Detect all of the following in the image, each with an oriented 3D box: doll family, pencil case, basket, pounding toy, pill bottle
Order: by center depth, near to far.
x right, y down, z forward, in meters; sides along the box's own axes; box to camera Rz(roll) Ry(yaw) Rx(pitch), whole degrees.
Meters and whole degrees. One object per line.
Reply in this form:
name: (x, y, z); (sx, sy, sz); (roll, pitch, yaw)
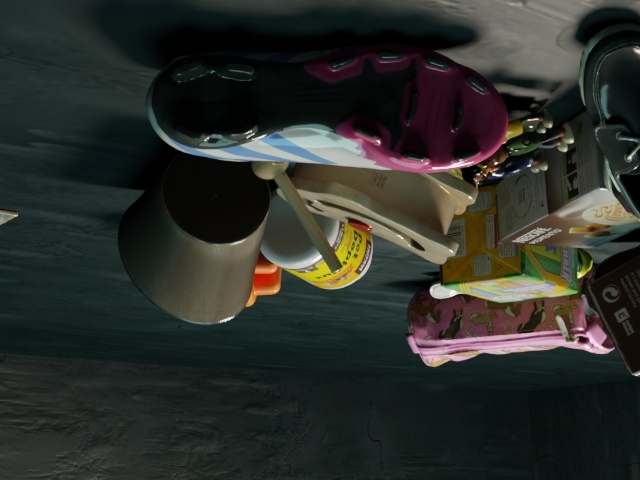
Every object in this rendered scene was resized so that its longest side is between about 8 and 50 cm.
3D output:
doll family: (0.184, -0.097, 1.153); (0.111, 0.076, 0.193); (-16, 165, -12)
pounding toy: (0.029, -0.030, 1.169); (0.270, 0.154, 0.154); (25, 170, -20)
basket: (-0.149, -0.016, 1.320); (0.154, 0.204, 0.227); (-42, 175, -26)
pill bottle: (0.000, 0.000, 1.465); (0.117, 0.117, 0.215); (-5, 166, 19)
pencil case: (0.352, 0.146, 1.996); (0.386, 0.160, 0.167); (-9, 165, 34)

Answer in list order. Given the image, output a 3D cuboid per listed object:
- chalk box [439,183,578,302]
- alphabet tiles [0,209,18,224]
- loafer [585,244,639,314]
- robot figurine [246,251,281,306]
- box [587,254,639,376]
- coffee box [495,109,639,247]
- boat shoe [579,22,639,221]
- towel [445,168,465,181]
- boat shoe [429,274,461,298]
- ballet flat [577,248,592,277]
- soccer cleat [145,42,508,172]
chalk box: (0.274, 0.010, 1.485); (0.132, 0.132, 0.213); (-11, 164, 38)
alphabet tiles: (-0.586, -0.036, 1.536); (0.237, 0.009, 0.198); (10, 163, -38)
loafer: (0.577, 0.025, 1.625); (0.366, 0.133, 0.130); (-16, 138, 21)
robot figurine: (-0.170, 0.037, 1.603); (0.219, 0.128, 0.158); (-2, 169, 4)
box: (0.545, 0.034, 1.295); (0.381, 0.143, 0.191); (-36, 148, 25)
coffee box: (0.315, -0.066, 1.233); (0.141, 0.098, 0.246); (4, 166, -16)
boat shoe: (0.298, -0.102, 0.995); (0.084, 0.079, 0.233); (-21, 134, 7)
towel: (0.104, -0.095, 1.279); (0.102, 0.021, 0.237); (-5, 165, 17)
boat shoe: (0.263, 0.078, 1.966); (0.125, 0.038, 0.046); (-11, 121, 14)
ballet flat: (0.350, 0.052, 1.800); (0.231, 0.077, 0.077); (-13, 178, 37)
soccer cleat: (0.005, -0.126, 1.006); (0.331, 0.116, 0.143); (4, -178, -7)
